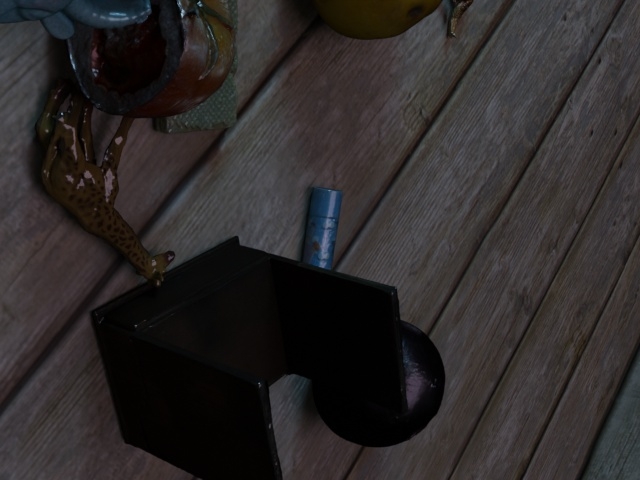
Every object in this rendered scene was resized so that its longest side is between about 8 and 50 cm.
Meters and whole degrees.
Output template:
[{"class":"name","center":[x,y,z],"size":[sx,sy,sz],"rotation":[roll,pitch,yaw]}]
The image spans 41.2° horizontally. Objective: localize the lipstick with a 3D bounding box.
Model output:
[{"class":"lipstick","center":[0.000,0.000,1.289],"size":[0.048,0.048,0.158],"rotation":[1,99,-51]}]

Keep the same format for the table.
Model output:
[{"class":"table","center":[-0.080,0.150,1.044],"size":[0.250,0.282,0.196],"rotation":[-29,122,-42]}]

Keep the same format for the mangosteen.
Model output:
[{"class":"mangosteen","center":[0.093,0.227,1.366],"size":[0.250,0.211,0.211],"rotation":[69,40,-77]}]

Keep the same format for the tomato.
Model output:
[{"class":"tomato","center":[-0.167,-0.232,0.909],"size":[0.155,0.180,0.214],"rotation":[2,75,-61]}]

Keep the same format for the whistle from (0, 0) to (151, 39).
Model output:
[{"class":"whistle","center":[-0.240,-0.255,0.742],"size":[0.273,0.093,0.186],"rotation":[-28,147,-11]}]

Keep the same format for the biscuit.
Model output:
[{"class":"biscuit","center":[-0.152,-0.235,1.048],"size":[0.121,0.040,0.200],"rotation":[-14,111,-46]}]

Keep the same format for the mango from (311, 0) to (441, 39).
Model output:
[{"class":"mango","center":[0.082,-0.457,1.181],"size":[0.253,0.182,0.365],"rotation":[12,79,-48]}]

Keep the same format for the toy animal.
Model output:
[{"class":"toy animal","center":[-0.244,-0.056,0.973],"size":[0.149,0.054,0.276],"rotation":[-32,120,-45]}]

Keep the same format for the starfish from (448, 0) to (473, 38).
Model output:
[{"class":"starfish","center":[0.249,-0.433,1.481],"size":[0.130,0.041,0.133],"rotation":[-45,131,-35]}]
